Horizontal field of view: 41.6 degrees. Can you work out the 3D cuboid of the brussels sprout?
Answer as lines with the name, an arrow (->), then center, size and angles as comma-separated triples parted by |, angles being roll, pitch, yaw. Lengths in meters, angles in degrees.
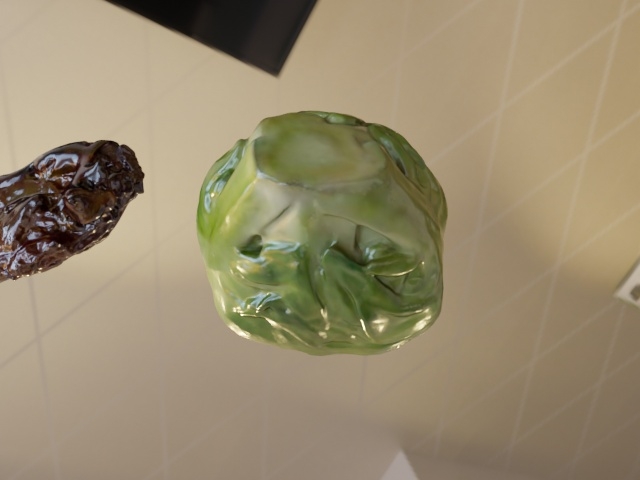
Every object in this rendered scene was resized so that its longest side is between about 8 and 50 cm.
brussels sprout -> 0.000, 0.000, 0.675 | 0.223, 0.223, 0.161 | 27, -144, -11

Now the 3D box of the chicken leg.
chicken leg -> -0.352, 0.025, 0.860 | 0.096, 0.407, 0.158 | 55, -176, -37
